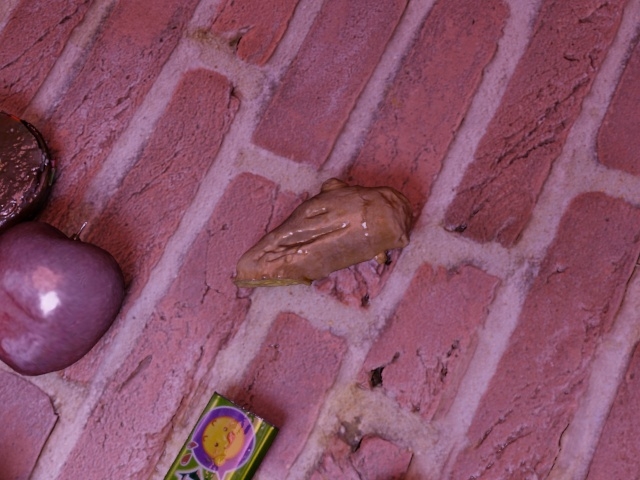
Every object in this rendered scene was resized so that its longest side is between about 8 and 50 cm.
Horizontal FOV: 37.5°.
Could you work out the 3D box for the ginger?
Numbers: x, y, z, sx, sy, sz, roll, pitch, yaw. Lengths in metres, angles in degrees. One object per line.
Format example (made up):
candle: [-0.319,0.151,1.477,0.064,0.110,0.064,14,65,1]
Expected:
ginger: [0.000,0.000,1.709,0.354,0.126,0.190,-30,77,-6]

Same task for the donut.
donut: [-0.641,-0.124,1.822,0.270,0.103,0.269,-2,70,5]

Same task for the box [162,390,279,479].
box: [-0.212,0.440,1.601,0.134,0.097,0.345,27,77,16]

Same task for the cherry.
cherry: [-0.491,0.101,1.679,0.261,0.221,0.307,23,94,14]
